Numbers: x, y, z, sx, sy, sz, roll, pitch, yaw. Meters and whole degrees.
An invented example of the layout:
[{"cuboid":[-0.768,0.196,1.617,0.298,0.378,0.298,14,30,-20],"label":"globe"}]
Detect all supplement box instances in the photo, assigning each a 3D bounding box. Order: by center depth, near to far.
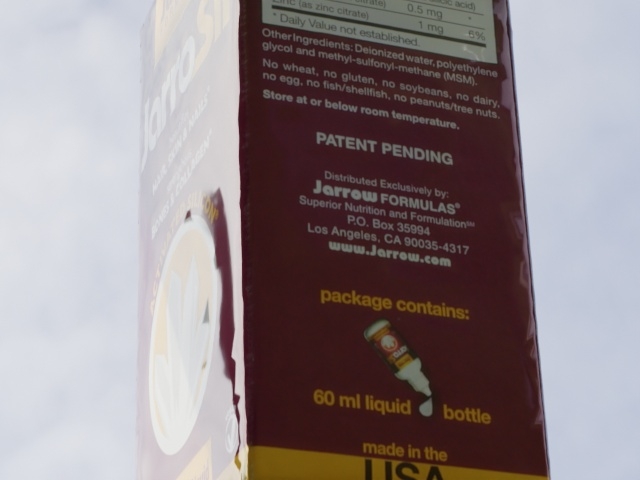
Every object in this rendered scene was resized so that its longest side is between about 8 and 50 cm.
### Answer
[{"cuboid":[0.000,0.000,0.525,0.081,0.188,0.104,8,-29,-19],"label":"supplement box"}]
